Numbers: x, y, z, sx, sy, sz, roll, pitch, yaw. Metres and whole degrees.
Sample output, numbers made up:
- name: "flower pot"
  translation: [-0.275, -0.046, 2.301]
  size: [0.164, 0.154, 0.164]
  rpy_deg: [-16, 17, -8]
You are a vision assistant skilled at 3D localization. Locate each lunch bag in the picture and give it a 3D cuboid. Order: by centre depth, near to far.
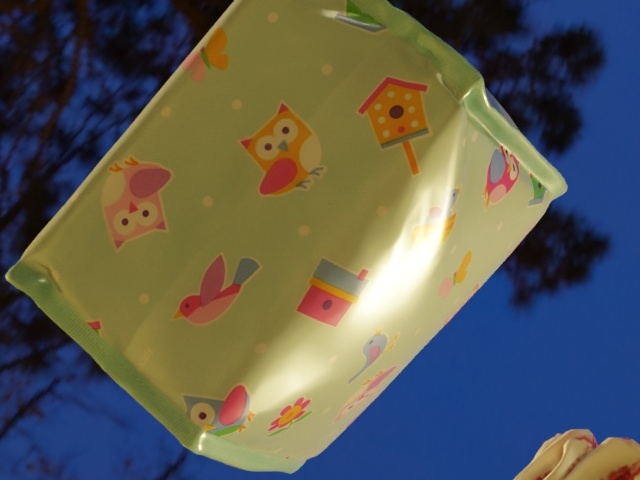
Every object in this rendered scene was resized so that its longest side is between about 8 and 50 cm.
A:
- name: "lunch bag"
  translation: [0.000, 0.000, 0.993]
  size: [0.160, 0.262, 0.223]
  rpy_deg: [40, -88, 21]

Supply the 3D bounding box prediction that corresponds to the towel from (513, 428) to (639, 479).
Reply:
- name: "towel"
  translation: [0.048, 0.145, 0.344]
  size: [0.029, 0.144, 0.197]
  rpy_deg: [9, -40, 47]
